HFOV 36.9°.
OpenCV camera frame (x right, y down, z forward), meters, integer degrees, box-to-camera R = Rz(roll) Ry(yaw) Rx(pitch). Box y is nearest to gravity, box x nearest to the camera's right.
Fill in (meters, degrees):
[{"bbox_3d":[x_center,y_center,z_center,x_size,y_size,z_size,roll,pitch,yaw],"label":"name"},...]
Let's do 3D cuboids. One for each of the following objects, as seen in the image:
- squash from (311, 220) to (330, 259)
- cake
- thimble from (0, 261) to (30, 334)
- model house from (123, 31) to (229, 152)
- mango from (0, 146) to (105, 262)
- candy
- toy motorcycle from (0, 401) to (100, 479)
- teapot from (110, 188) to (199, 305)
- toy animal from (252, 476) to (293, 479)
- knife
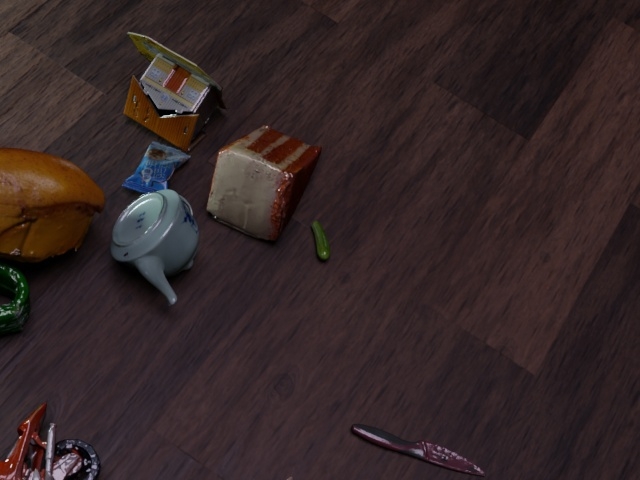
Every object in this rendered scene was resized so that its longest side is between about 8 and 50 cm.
[{"bbox_3d":[0.001,0.000,1.828,0.027,0.027,0.089,-2,56,-14],"label":"squash"},{"bbox_3d":[-0.097,-0.156,1.822,0.158,0.159,0.262,22,55,4],"label":"cake"},{"bbox_3d":[-0.549,0.099,1.600,0.130,0.090,0.118,27,55,4],"label":"thimble"},{"bbox_3d":[-0.309,-0.279,1.862,0.219,0.207,0.136,30,82,5],"label":"model house"},{"bbox_3d":[-0.545,-0.050,1.603,0.350,0.201,0.199,-3,59,-41],"label":"mango"},{"bbox_3d":[-0.310,-0.136,1.836,0.088,0.038,0.136,15,48,12],"label":"candy"},{"bbox_3d":[-0.473,0.391,1.436,0.171,0.089,0.298,37,58,12],"label":"toy motorcycle"},{"bbox_3d":[-0.277,0.001,1.707,0.159,0.159,0.232,11,47,-6],"label":"teapot"},{"bbox_3d":[-0.098,0.436,1.502,0.150,0.083,0.089,-25,24,-15],"label":"toy animal"},{"bbox_3d":[0.169,0.359,1.652,0.247,0.018,0.035,20,53,-4],"label":"knife"}]
